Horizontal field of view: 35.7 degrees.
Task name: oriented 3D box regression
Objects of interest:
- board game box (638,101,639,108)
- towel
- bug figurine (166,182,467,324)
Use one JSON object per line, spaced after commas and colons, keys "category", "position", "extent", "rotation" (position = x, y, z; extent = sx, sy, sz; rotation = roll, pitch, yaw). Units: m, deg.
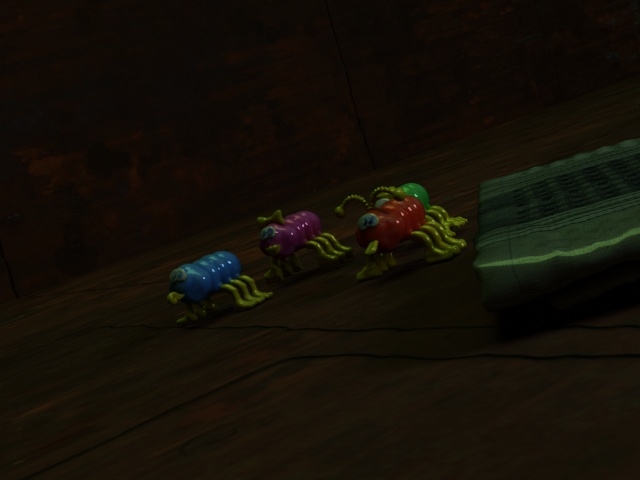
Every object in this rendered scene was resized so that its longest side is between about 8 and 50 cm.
{"category": "board game box", "position": [0.498, -0.185, 1.059], "extent": [0.193, 0.053, 0.305], "rotation": [-19, 0, -8]}
{"category": "towel", "position": [0.245, -0.032, 0.588], "extent": [0.324, 0.056, 0.312], "rotation": [-15, 9, 13]}
{"category": "bug figurine", "position": [0.000, 0.000, 0.892], "extent": [0.279, 0.072, 0.216], "rotation": [-16, 6, 27]}
